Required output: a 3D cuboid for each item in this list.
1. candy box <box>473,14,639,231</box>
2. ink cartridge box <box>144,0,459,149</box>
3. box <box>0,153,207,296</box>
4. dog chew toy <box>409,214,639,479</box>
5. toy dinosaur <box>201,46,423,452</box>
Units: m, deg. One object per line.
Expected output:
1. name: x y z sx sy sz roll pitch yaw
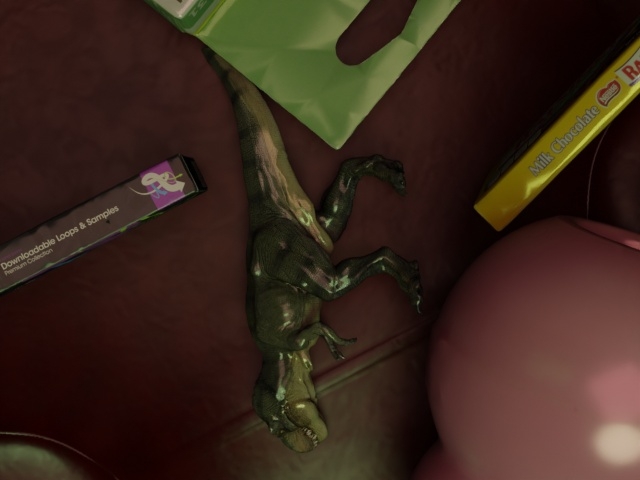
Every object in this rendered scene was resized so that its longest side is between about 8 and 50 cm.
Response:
1. candy box: 0.173 -0.096 0.841 0.027 0.105 0.206 43 112 0
2. ink cartridge box: -0.031 -0.194 0.874 0.235 0.056 0.171 39 89 9
3. box: -0.147 -0.004 0.862 0.162 0.116 0.029 -26 93 0
4. dog chew toy: 0.141 0.158 0.841 0.207 0.206 0.331 16 99 -2
5. toy dinosaur: 0.000 0.000 0.897 0.118 0.064 0.268 -9 89 5
